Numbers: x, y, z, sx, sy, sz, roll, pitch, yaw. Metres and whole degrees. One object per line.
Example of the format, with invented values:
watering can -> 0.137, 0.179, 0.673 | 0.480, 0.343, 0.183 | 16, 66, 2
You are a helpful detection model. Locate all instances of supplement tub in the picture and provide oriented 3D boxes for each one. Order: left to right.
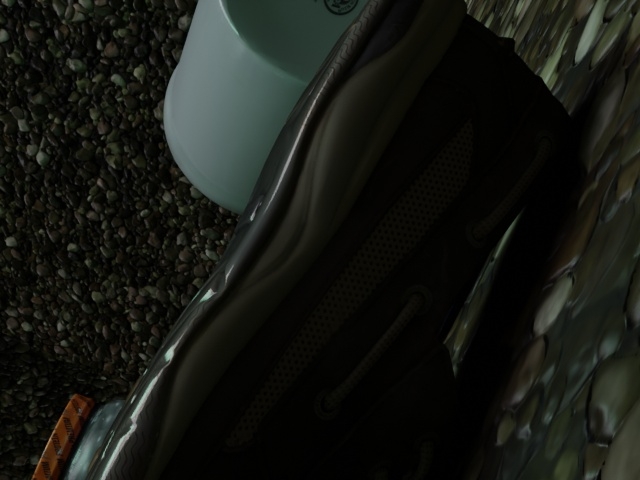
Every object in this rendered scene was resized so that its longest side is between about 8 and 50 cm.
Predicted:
supplement tub -> -0.123, 0.199, 0.935 | 0.117, 0.190, 0.117 | -156, 90, -88

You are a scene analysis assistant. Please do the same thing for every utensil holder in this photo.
utensil holder -> -0.030, -0.247, 1.672 | 0.328, 0.327, 0.385 | -67, 6, -26

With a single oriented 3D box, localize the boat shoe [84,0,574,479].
boat shoe -> 0.000, 0.057, 0.504 | 0.355, 0.130, 0.132 | -60, 6, -6

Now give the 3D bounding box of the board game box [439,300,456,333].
board game box -> 0.046, 0.009, 0.710 | 0.194, 0.060, 0.194 | -70, 4, -72
